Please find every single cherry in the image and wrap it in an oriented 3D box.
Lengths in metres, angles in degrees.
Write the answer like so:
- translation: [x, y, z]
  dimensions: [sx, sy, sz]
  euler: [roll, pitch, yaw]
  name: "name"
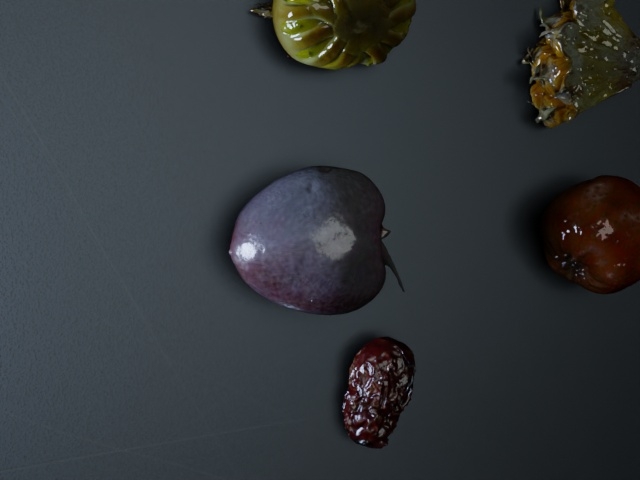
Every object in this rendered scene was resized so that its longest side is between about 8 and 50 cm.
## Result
- translation: [0.000, 0.000, 1.783]
  dimensions: [0.266, 0.183, 0.213]
  euler: [-2, 89, -16]
  name: "cherry"

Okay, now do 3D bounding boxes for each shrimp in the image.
- translation: [-0.051, -0.310, 1.842]
  dimensions: [0.114, 0.023, 0.083]
  euler: [6, 93, -20]
  name: "shrimp"

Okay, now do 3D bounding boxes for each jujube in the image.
- translation: [0.081, 0.222, 1.860]
  dimensions: [0.104, 0.104, 0.166]
  euler: [22, 92, -14]
  name: "jujube"

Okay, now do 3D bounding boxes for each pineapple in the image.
- translation: [0.411, -0.276, 1.913]
  dimensions: [0.186, 0.114, 0.236]
  euler: [21, 84, -13]
  name: "pineapple"

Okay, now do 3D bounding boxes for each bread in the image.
- translation: [0.039, -0.330, 1.788]
  dimensions: [0.213, 0.105, 0.213]
  euler: [-11, 124, -17]
  name: "bread"

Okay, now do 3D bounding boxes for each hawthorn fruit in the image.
- translation: [0.438, -0.020, 1.901]
  dimensions: [0.200, 0.179, 0.179]
  euler: [-39, 101, -18]
  name: "hawthorn fruit"
